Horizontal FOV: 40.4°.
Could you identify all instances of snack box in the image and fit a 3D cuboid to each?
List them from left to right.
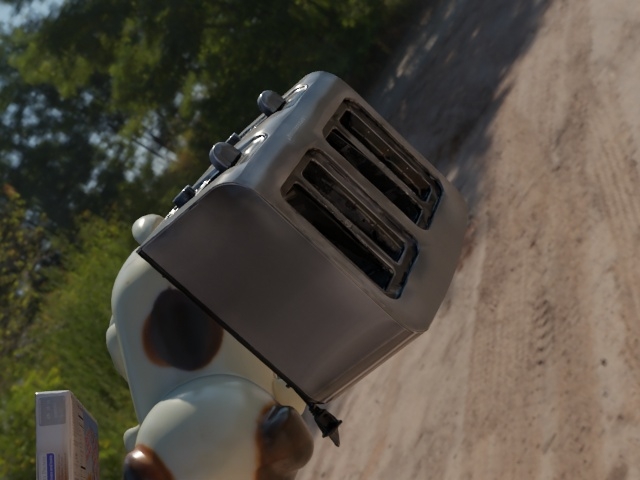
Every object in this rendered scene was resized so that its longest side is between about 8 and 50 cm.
[{"bbox_3d":[-0.158,0.140,0.555,0.178,0.022,0.064,117,147,-70],"label":"snack box"}]

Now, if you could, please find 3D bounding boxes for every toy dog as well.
[{"bbox_3d":[-0.138,0.194,1.155,0.408,0.284,0.396,-112,16,-49],"label":"toy dog"}]

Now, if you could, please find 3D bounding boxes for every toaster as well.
[{"bbox_3d":[0.000,0.000,0.572,0.110,0.185,0.168,-41,11,38],"label":"toaster"}]
